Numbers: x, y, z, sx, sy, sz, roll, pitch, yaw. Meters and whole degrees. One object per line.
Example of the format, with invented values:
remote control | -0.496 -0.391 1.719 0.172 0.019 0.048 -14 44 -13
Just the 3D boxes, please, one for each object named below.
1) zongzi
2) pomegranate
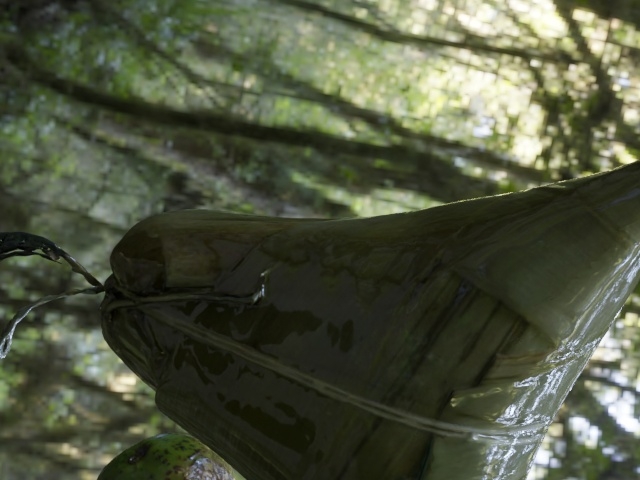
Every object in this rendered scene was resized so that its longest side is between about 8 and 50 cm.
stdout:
zongzi | 0.000 0.000 0.960 0.447 0.181 0.418 36 -68 18
pomegranate | -0.194 0.390 1.870 0.214 0.248 0.214 -30 -160 12
